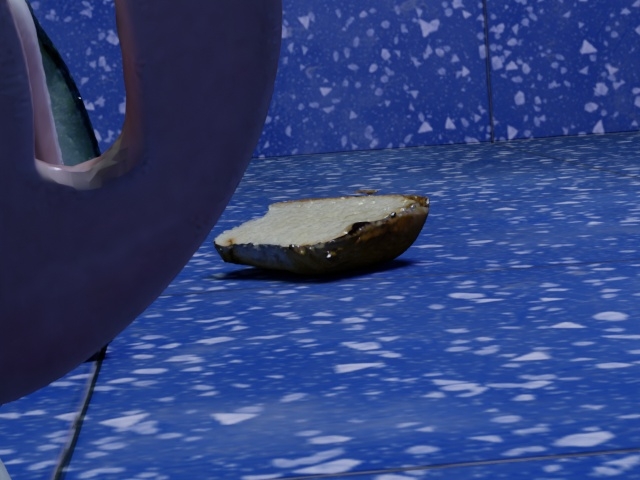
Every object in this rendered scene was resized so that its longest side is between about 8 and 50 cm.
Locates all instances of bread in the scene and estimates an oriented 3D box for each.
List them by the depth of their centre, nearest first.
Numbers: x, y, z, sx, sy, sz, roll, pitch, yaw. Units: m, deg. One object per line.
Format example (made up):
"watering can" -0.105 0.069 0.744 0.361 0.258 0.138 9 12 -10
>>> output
"bread" 0.000 0.000 1.143 0.129 0.044 0.126 4 17 38

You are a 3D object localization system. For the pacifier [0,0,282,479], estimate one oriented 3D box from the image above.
"pacifier" -0.151 0.000 0.386 0.332 0.220 0.273 -20 11 -17

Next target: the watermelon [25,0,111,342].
"watermelon" -0.205 -0.039 0.807 0.148 0.318 0.226 5 51 34
